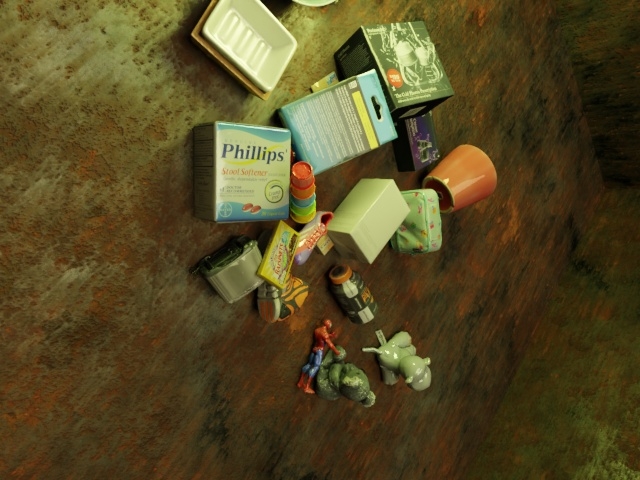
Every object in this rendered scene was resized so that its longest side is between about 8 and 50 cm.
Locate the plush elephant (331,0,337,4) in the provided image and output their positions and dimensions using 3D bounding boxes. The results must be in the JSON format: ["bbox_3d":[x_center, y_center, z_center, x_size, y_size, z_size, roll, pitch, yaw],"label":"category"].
[{"bbox_3d":[0.147,-0.943,1.538,0.330,0.272,0.255,20,69,-12],"label":"plush elephant"}]

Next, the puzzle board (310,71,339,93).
[{"bbox_3d":[0.026,-0.550,1.659,0.128,0.011,0.096,-43,120,-27],"label":"puzzle board"}]

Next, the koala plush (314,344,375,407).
[{"bbox_3d":[0.108,0.563,1.774,0.203,0.221,0.196,-47,124,-23],"label":"koala plush"}]

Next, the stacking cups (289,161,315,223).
[{"bbox_3d":[-0.064,-0.161,1.477,0.096,0.096,0.316,-56,168,-18],"label":"stacking cups"}]

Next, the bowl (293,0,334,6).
[{"bbox_3d":[-0.057,-0.884,1.407,0.312,0.163,0.311,-6,106,-21],"label":"bowl"}]

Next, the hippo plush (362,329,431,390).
[{"bbox_3d":[0.387,0.525,1.988,0.234,0.237,0.294,-45,122,-25],"label":"hippo plush"}]

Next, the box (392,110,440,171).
[{"bbox_3d":[0.401,-0.447,1.930,0.184,0.103,0.261,-33,117,-34],"label":"box"}]

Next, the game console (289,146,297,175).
[{"bbox_3d":[-0.088,-0.275,1.515,0.085,0.144,0.124,-4,133,-24],"label":"game console"}]

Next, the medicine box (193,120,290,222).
[{"bbox_3d":[-0.242,-0.209,1.406,0.264,0.149,0.288,-5,101,-39],"label":"medicine box"}]

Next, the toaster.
[{"bbox_3d":[-0.278,0.097,1.434,0.227,0.129,0.146,-36,121,-16],"label":"toaster"}]

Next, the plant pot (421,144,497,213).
[{"bbox_3d":[0.614,-0.259,2.046,0.243,0.275,0.274,-33,117,-22],"label":"plant pot"}]

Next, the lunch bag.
[{"bbox_3d":[0.389,-0.074,1.906,0.108,0.224,0.278,-12,99,-42],"label":"lunch bag"}]

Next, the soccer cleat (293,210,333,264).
[{"bbox_3d":[-0.030,-0.016,1.601,0.083,0.095,0.247,57,40,-32],"label":"soccer cleat"}]

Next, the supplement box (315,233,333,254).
[{"bbox_3d":[0.000,0.000,1.712,0.062,0.036,0.098,-49,124,-22],"label":"supplement box"}]

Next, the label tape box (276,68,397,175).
[{"bbox_3d":[0.058,-0.402,1.552,0.348,0.115,0.249,-26,108,-10],"label":"label tape box"}]

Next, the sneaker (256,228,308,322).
[{"bbox_3d":[-0.137,0.117,1.583,0.180,0.125,0.320,-7,99,-52],"label":"sneaker"}]

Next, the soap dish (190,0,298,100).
[{"bbox_3d":[-0.230,-0.603,1.369,0.291,0.118,0.228,35,75,-38],"label":"soap dish"}]

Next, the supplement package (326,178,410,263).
[{"bbox_3d":[0.178,-0.081,1.754,0.293,0.178,0.175,-51,124,-21],"label":"supplement package"}]

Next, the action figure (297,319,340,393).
[{"bbox_3d":[0.015,0.451,1.767,0.139,0.092,0.280,18,87,-33],"label":"action figure"}]

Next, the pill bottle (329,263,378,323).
[{"bbox_3d":[0.124,0.208,1.789,0.130,0.131,0.245,-46,123,-24],"label":"pill bottle"}]

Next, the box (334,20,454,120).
[{"bbox_3d":[0.279,-0.620,1.683,0.344,0.179,0.312,-24,89,-35],"label":"box"}]

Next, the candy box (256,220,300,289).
[{"bbox_3d":[-0.132,0.045,1.460,0.105,0.027,0.205,38,56,-35],"label":"candy box"}]
